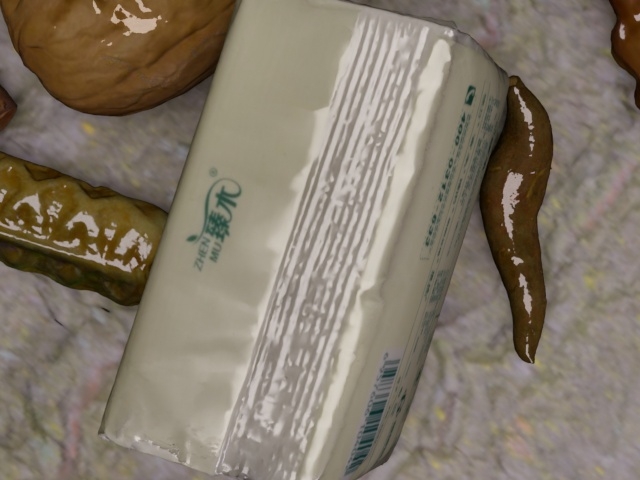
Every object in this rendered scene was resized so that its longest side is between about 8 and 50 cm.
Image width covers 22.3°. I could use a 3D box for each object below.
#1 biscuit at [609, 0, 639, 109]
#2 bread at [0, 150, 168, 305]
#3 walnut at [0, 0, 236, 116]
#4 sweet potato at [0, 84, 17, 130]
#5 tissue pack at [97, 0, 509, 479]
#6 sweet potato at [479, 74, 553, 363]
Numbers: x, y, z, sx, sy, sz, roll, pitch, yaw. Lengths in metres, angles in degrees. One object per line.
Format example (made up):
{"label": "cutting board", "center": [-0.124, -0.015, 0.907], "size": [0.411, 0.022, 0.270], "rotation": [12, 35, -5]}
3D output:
{"label": "biscuit", "center": [0.406, -0.207, 1.393], "size": [0.325, 0.107, 0.326], "rotation": [0, 96, 3]}
{"label": "bread", "center": [-0.247, -0.016, 1.426], "size": [0.269, 0.087, 0.098], "rotation": [19, 93, 0]}
{"label": "walnut", "center": [-0.162, -0.210, 1.365], "size": [0.221, 0.195, 0.195], "rotation": [-36, 92, 7]}
{"label": "sweet potato", "center": [-0.378, -0.199, 1.433], "size": [0.281, 0.067, 0.059], "rotation": [47, 55, 3]}
{"label": "tissue pack", "center": [0.000, 0.000, 1.310], "size": [0.207, 0.297, 0.380], "rotation": [18, 92, 13]}
{"label": "sweet potato", "center": [0.173, -0.018, 1.426], "size": [0.059, 0.069, 0.249], "rotation": [1, 91, -32]}
